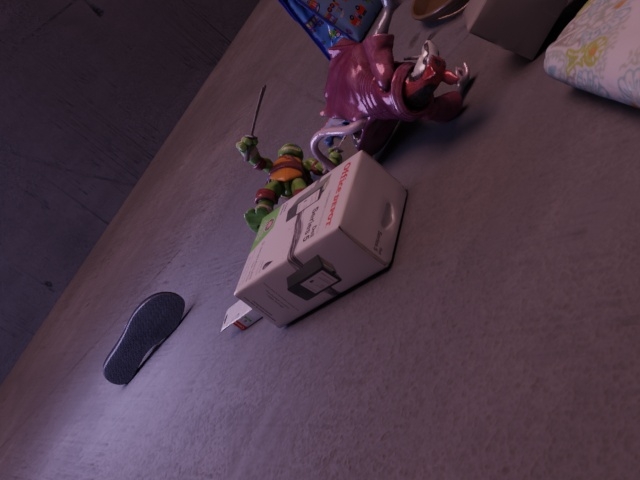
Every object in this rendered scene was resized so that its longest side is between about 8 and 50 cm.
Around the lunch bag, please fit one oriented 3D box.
[{"bbox_3d":[0.007,-0.659,2.266,0.138,0.293,0.221,-15,40,56],"label":"lunch bag"}]

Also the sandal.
[{"bbox_3d":[-0.407,0.210,1.960,0.254,0.097,0.054,-49,21,6],"label":"sandal"}]

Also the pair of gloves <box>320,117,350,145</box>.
[{"bbox_3d":[0.064,-0.294,1.938,0.198,0.023,0.159,-52,21,-5],"label":"pair of gloves"}]

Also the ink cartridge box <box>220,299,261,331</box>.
[{"bbox_3d":[-0.140,0.134,1.644,0.115,0.029,0.063,-38,25,33],"label":"ink cartridge box"}]

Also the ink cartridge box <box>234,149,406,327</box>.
[{"bbox_3d":[0.000,0.000,1.462,0.272,0.114,0.198,-33,28,39],"label":"ink cartridge box"}]

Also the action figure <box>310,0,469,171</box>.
[{"bbox_3d":[0.104,-0.260,1.497,0.276,0.248,0.370,-55,19,-7],"label":"action figure"}]

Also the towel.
[{"bbox_3d":[0.480,-0.322,1.073,0.374,0.090,0.320,-48,19,6],"label":"towel"}]

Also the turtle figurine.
[{"bbox_3d":[-0.066,-0.155,1.721,0.275,0.197,0.266,-49,26,39],"label":"turtle figurine"}]

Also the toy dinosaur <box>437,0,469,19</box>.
[{"bbox_3d":[0.336,-0.505,1.706,0.211,0.064,0.112,-46,2,-11],"label":"toy dinosaur"}]

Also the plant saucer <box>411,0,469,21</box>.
[{"bbox_3d":[0.309,-0.580,1.884,0.278,0.041,0.278,-42,23,23],"label":"plant saucer"}]

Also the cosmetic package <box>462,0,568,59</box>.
[{"bbox_3d":[0.337,-0.423,1.372,0.107,0.127,0.238,-85,21,-55],"label":"cosmetic package"}]
